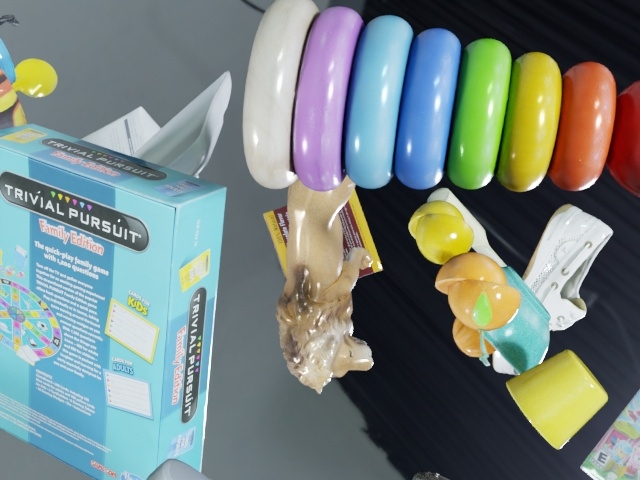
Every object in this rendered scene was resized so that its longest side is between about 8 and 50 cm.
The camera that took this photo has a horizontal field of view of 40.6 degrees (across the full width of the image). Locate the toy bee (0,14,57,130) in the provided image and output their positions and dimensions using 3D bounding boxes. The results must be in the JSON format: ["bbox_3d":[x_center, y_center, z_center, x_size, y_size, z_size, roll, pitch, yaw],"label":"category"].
[{"bbox_3d":[-0.415,-0.162,1.038,0.195,0.298,0.162,-21,107,-7],"label":"toy bee"}]

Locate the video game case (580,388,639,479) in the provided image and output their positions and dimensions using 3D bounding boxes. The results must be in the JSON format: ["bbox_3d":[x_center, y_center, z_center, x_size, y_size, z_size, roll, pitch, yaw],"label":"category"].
[{"bbox_3d":[0.464,0.281,1.071,0.023,0.212,0.193,-1,126,-57],"label":"video game case"}]

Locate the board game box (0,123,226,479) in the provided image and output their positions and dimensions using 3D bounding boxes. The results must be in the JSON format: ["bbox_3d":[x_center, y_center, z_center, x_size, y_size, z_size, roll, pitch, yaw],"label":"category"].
[{"bbox_3d":[-0.232,0.076,0.889,0.079,0.253,0.336,-29,132,-56],"label":"board game box"}]

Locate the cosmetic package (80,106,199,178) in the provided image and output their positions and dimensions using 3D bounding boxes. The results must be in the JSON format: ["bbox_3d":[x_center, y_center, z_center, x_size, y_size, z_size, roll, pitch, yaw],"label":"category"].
[{"bbox_3d":[-0.377,-0.102,1.681,0.224,0.138,0.224,-25,144,10],"label":"cosmetic package"}]

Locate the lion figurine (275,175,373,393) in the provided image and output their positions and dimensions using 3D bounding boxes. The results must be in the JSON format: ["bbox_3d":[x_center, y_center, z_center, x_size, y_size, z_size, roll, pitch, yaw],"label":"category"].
[{"bbox_3d":[0.000,0.000,1.225,0.240,0.142,0.392,-55,140,-60],"label":"lion figurine"}]

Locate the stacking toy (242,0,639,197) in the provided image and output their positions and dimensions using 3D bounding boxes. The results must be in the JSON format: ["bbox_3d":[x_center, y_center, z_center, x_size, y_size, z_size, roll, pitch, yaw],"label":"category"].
[{"bbox_3d":[0.119,-0.084,0.612,0.141,0.330,0.141,9,90,-83],"label":"stacking toy"}]

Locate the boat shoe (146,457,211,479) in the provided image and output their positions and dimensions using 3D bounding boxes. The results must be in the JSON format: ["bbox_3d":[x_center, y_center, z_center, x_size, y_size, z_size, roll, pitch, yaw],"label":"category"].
[{"bbox_3d":[-0.048,0.267,0.573,0.084,0.258,0.095,-38,177,3],"label":"boat shoe"}]

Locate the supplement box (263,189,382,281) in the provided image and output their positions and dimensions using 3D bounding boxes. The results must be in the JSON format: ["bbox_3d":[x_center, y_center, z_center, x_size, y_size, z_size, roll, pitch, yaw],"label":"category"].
[{"bbox_3d":[0.002,0.002,1.813,0.194,0.191,0.129,-20,-179,-3],"label":"supplement box"}]

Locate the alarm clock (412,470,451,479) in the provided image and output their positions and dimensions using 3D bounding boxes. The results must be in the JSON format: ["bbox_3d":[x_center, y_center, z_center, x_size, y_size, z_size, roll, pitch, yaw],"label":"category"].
[{"bbox_3d":[0.198,0.394,1.282,0.064,0.129,0.192,-61,145,-3],"label":"alarm clock"}]

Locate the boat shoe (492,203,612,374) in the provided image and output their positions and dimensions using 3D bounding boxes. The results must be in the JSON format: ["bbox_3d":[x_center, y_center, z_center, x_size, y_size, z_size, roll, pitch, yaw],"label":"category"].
[{"bbox_3d":[0.340,0.089,1.265,0.098,0.096,0.277,-8,123,-54],"label":"boat shoe"}]

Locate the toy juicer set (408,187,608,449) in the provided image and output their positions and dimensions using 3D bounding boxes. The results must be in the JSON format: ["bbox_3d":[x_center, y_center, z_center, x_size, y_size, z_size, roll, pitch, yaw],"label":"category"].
[{"bbox_3d":[0.145,0.049,0.834,0.089,0.209,0.329,-40,-168,12],"label":"toy juicer set"}]

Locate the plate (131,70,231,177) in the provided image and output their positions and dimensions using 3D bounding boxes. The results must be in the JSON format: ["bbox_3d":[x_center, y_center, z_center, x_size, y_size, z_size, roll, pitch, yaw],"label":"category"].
[{"bbox_3d":[-0.222,-0.085,1.133,0.277,0.278,0.045,-38,110,20],"label":"plate"}]
